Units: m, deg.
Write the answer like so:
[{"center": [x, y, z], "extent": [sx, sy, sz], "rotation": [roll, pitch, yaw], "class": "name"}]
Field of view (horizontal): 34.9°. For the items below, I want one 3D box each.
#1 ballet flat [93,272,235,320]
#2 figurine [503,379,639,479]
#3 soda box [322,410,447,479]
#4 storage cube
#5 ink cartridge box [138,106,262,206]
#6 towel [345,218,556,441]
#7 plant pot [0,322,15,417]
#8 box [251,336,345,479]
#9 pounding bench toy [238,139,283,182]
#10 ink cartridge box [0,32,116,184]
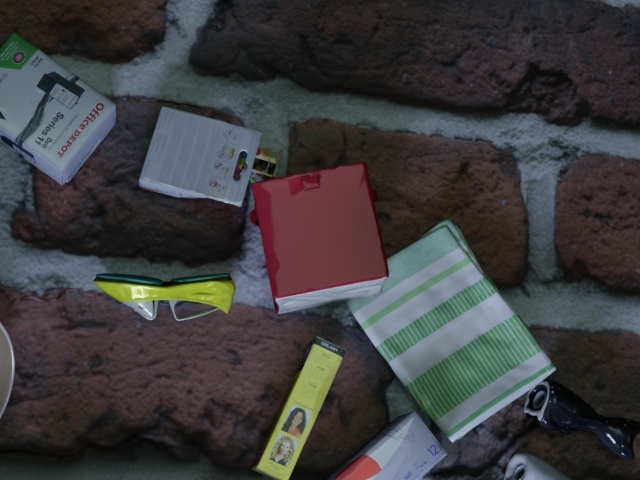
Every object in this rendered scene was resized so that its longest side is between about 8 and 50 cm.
[{"center": [-0.253, 0.092, 1.664], "extent": [0.231, 0.077, 0.077], "rotation": [0, 93, -15], "class": "ballet flat"}, {"center": [0.442, 0.375, 1.745], "extent": [0.210, 0.092, 0.214], "rotation": [23, 73, -11], "class": "figurine"}, {"center": [0.064, 0.400, 1.643], "extent": [0.286, 0.098, 0.091], "rotation": [-37, 86, -18], "class": "soda box"}, {"center": [0.000, 0.000, 1.667], "extent": [0.215, 0.183, 0.193], "rotation": [-10, 79, -4], "class": "storage cube"}, {"center": [-0.204, -0.139, 1.735], "extent": [0.179, 0.045, 0.145], "rotation": [15, 73, -3], "class": "ink cartridge box"}, {"center": [0.221, 0.152, 1.751], "extent": [0.248, 0.038, 0.324], "rotation": [-32, 79, -14], "class": "towel"}, {"center": [-0.618, 0.194, 1.475], "extent": [0.191, 0.284, 0.284], "rotation": [21, 68, 31], "class": "plant pot"}, {"center": [-0.035, 0.276, 1.658], "extent": [0.058, 0.087, 0.232], "rotation": [26, 73, -3], "class": "box"}, {"center": [-0.110, -0.121, 1.757], "extent": [0.065, 0.052, 0.083], "rotation": [18, 73, -8], "class": "pounding bench toy"}, {"center": [-0.463, -0.216, 1.682], "extent": [0.208, 0.087, 0.153], "rotation": [35, 72, -3], "class": "ink cartridge box"}]
